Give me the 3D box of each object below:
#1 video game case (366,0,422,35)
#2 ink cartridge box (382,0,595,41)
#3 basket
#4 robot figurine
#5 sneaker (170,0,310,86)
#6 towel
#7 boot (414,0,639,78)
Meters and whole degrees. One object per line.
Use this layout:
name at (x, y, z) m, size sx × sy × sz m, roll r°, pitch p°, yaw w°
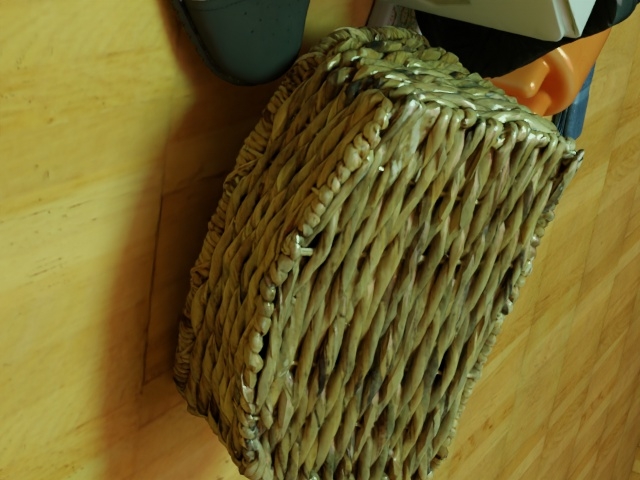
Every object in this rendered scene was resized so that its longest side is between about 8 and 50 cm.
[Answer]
video game case at (0.074, -0.169, 1.109) m, size 0.143 × 0.019 × 0.157 m, roll 24°, pitch 85°, yaw -66°
ink cartridge box at (0.124, -0.308, 0.882) m, size 0.289 × 0.211 × 0.121 m, roll -67°, pitch 154°, yaw -11°
basket at (0.000, 0.000, 0.915) m, size 0.213 × 0.223 × 0.299 m, roll 7°, pitch 114°, yaw -34°
robot figurine at (0.220, -0.211, 1.267) m, size 0.158 × 0.128 × 0.219 m, roll 43°, pitch 60°, yaw -20°
sneaker at (-0.008, -0.227, 0.741) m, size 0.122 × 0.146 × 0.331 m, roll -48°, pitch 149°, yaw -46°
towel at (0.325, -0.186, 1.629) m, size 0.067 × 0.029 × 0.120 m, roll -33°, pitch 134°, yaw -55°
boot at (0.221, -0.218, 1.028) m, size 0.207 × 0.246 × 0.094 m, roll -30°, pitch 103°, yaw -29°
